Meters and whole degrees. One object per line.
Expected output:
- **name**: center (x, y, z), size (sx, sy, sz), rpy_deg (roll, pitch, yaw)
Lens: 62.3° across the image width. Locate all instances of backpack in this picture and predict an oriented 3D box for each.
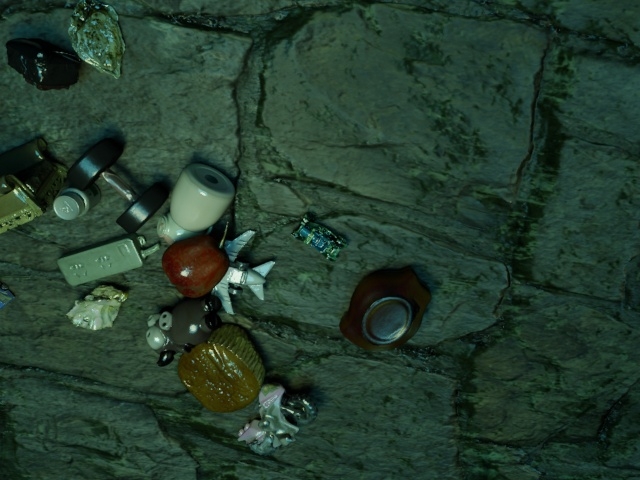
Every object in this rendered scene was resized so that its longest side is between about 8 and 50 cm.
- **backpack**: center (-0.669, -0.421, 1.268), size (0.165, 0.120, 0.105), rpy_deg (26, 115, 26)

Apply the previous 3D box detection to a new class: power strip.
- **power strip**: center (-0.592, 0.047, 1.495), size (0.288, 0.053, 0.093), rpy_deg (-16, 110, 7)

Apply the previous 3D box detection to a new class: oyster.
- **oyster**: center (-0.655, 0.193, 1.550), size (0.133, 0.072, 0.209), rpy_deg (27, 129, -17)
- **oyster**: center (-0.541, -0.489, 1.285), size (0.125, 0.064, 0.177), rpy_deg (1, 102, -15)

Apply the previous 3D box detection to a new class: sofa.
- **sofa**: center (-0.784, -0.151, 1.311), size (0.200, 0.258, 0.182), rpy_deg (-21, 124, 8)

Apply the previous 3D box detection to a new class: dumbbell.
- **dumbbell**: center (-0.519, -0.140, 1.369), size (0.152, 0.152, 0.218), rpy_deg (-40, 106, 14)

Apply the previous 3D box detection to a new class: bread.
- **bread**: center (-0.290, 0.382, 1.582), size (0.227, 0.142, 0.253), rpy_deg (-25, 111, 17)

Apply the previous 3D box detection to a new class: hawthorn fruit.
- **hawthorn fruit**: center (-0.298, 0.049, 1.365), size (0.203, 0.162, 0.162), rpy_deg (-33, 109, -9)

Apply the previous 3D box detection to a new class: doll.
- **doll**: center (-0.390, 0.245, 1.497), size (0.257, 0.182, 0.117), rpy_deg (-21, 143, 21)

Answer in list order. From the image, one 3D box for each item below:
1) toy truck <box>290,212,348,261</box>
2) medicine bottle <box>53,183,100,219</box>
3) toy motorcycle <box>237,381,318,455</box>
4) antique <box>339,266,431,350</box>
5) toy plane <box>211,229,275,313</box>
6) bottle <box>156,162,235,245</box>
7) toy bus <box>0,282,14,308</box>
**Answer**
- **toy truck**: center (-0.001, -0.001, 1.465), size (0.154, 0.078, 0.080), rpy_deg (33, 109, -13)
- **medicine bottle**: center (-0.641, -0.105, 1.393), size (0.080, 0.130, 0.080), rpy_deg (0, 111, -1)
- **toy motorcycle**: center (-0.155, 0.554, 1.658), size (0.188, 0.143, 0.327), rpy_deg (39, 121, -5)
- **antique**: center (0.185, 0.201, 1.518), size (0.278, 0.129, 0.223), rpy_deg (-33, 106, 10)
- **toy plane**: center (-0.265, 0.082, 1.484), size (0.255, 0.101, 0.251), rpy_deg (15, 99, -6)
- **bottle**: center (-0.341, -0.074, 1.405), size (0.147, 0.147, 0.236), rpy_deg (31, 115, -12)
- **toy bus**: center (-0.959, 0.130, 1.522), size (0.051, 0.061, 0.153), rpy_deg (-33, 110, 18)
